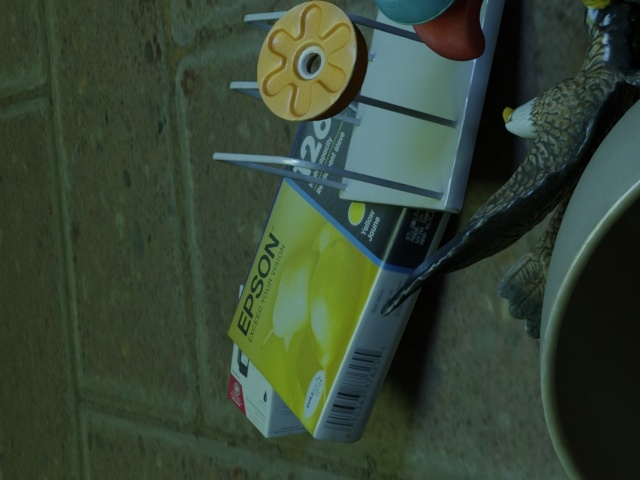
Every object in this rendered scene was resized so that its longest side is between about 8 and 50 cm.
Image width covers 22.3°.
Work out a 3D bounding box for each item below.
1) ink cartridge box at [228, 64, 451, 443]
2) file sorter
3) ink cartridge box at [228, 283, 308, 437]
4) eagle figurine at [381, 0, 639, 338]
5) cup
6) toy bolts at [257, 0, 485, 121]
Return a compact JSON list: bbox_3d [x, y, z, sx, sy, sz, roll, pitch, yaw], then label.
[{"bbox_3d":[0.000,0.000,1.675,0.307,0.072,0.303,41,117,50],"label":"ink cartridge box"},{"bbox_3d":[0.035,-0.182,1.455,0.193,0.173,0.277,9,86,61],"label":"file sorter"},{"bbox_3d":[-0.052,0.133,1.866,0.109,0.063,0.150,39,129,54],"label":"ink cartridge box"},{"bbox_3d":[0.192,-0.060,1.215,0.225,0.226,0.298,32,-107,-87],"label":"eagle figurine"},{"bbox_3d":[0.284,0.009,0.991,0.237,0.331,0.331,-92,11,-61],"label":"cup"},{"bbox_3d":[0.011,-0.199,1.239,0.228,0.158,0.218,19,91,39],"label":"toy bolts"}]
